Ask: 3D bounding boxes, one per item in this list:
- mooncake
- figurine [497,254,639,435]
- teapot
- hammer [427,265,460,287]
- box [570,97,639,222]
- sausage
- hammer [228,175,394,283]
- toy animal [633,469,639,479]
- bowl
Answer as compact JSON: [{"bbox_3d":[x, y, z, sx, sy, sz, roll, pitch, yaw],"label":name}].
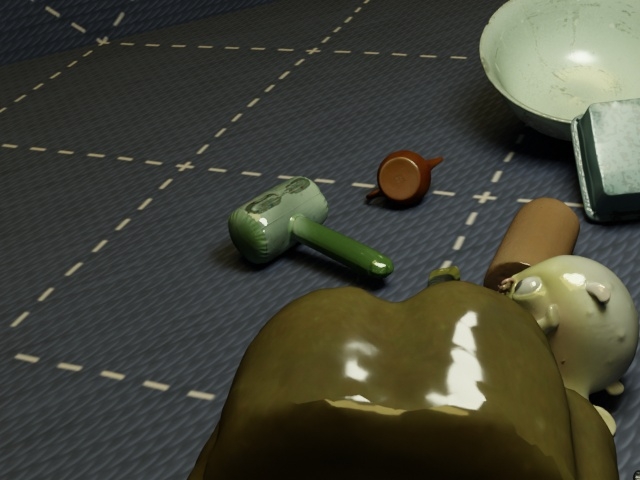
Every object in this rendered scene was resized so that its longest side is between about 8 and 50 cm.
[{"bbox_3d":[0.082,0.276,1.029,0.467,0.467,0.262,-2,30,10],"label":"mooncake"},{"bbox_3d":[0.286,0.193,1.402,0.394,0.226,0.274,-24,63,-15],"label":"figurine"},{"bbox_3d":[0.169,-0.126,1.997,0.173,0.116,0.116,-28,26,19],"label":"teapot"},{"bbox_3d":[0.217,0.122,1.630,0.158,0.041,0.226,-7,32,-2],"label":"hammer"},{"bbox_3d":[0.567,-0.154,1.842,0.162,0.130,0.227,-6,73,3],"label":"box"},{"bbox_3d":[0.366,0.020,1.682,0.123,0.123,0.253,7,35,23],"label":"sausage"},{"bbox_3d":[0.000,0.000,1.825,0.335,0.119,0.206,27,45,34],"label":"hammer"},{"bbox_3d":[0.445,0.324,1.228,0.108,0.062,0.220,7,28,24],"label":"toy animal"},{"bbox_3d":[0.558,-0.345,2.121,0.434,0.196,0.435,-3,54,4],"label":"bowl"}]
